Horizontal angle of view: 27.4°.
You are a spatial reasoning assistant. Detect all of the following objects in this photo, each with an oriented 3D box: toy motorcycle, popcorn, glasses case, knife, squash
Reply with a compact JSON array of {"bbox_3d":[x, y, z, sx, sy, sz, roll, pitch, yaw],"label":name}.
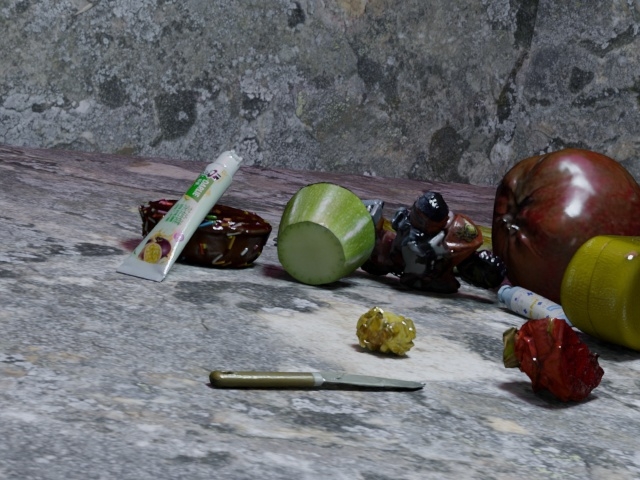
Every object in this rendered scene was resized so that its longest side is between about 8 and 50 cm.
[{"bbox_3d":[0.118,-0.006,2.283,0.401,0.207,0.134,7,50,26],"label":"toy motorcycle"},{"bbox_3d":[0.088,0.123,1.762,0.082,0.057,0.083,16,5,-2],"label":"popcorn"},{"bbox_3d":[0.506,0.082,2.088,0.141,0.173,0.371,17,9,39],"label":"glasses case"},{"bbox_3d":[0.004,0.162,1.541,0.298,0.017,0.047,4,3,-28],"label":"knife"},{"bbox_3d":[0.000,0.000,2.192,0.170,0.170,0.123,11,27,13],"label":"squash"}]

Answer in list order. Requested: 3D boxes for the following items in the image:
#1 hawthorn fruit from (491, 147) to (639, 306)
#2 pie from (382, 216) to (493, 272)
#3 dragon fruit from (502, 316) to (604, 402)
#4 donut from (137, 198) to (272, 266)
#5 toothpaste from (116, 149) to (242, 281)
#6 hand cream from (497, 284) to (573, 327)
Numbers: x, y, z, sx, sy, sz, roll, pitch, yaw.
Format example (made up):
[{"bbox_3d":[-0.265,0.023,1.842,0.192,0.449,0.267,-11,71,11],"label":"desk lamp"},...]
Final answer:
[{"bbox_3d":[0.466,-0.021,2.354,0.325,0.308,0.308,-9,15,-23],"label":"hawthorn fruit"},{"bbox_3d":[0.234,0.010,2.623,0.371,0.078,0.296,6,8,-14],"label":"pie"},{"bbox_3d":[0.285,0.161,1.668,0.106,0.083,0.162,4,-22,34],"label":"dragon fruit"},{"bbox_3d":[-0.201,-0.014,2.252,0.235,0.089,0.235,9,9,-2],"label":"donut"},{"bbox_3d":[-0.215,-0.040,2.108,0.058,0.056,0.314,-31,18,44],"label":"toothpaste"},{"bbox_3d":[0.361,0.114,2.174,0.065,0.043,0.171,-4,19,-36],"label":"hand cream"}]
